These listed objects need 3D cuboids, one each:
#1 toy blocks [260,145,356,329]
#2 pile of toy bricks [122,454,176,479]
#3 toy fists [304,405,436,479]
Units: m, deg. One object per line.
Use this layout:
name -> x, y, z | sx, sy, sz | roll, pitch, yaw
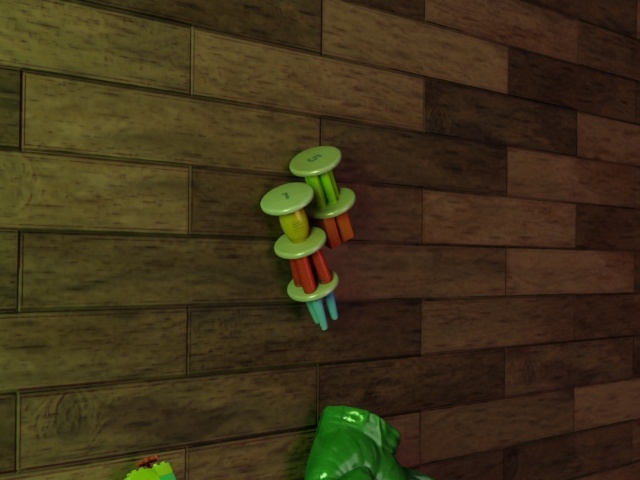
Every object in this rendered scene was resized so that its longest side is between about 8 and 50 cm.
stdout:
toy blocks -> 0.000, 0.000, 1.861 | 0.123, 0.054, 0.148 | -54, 136, -47
pile of toy bricks -> -0.132, 0.230, 1.588 | 0.212, 0.118, 0.105 | -10, 71, -46
toy fists -> 0.063, 0.286, 1.943 | 0.279, 0.096, 0.142 | 52, 47, -52
